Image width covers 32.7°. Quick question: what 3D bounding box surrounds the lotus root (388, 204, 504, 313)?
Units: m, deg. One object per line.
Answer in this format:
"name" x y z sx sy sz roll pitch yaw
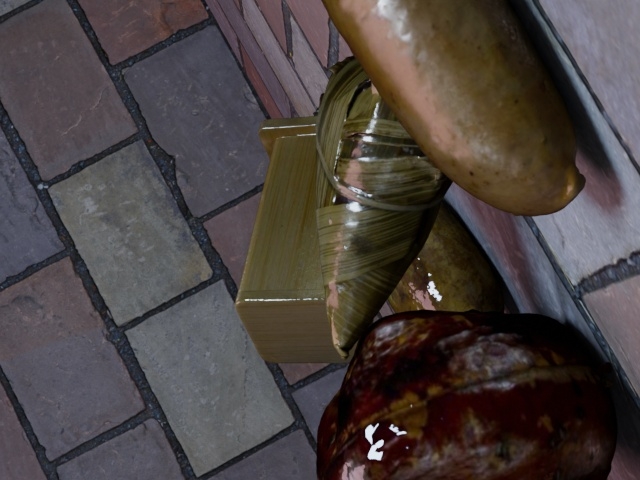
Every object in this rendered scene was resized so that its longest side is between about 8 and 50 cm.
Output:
"lotus root" 0.150 0.055 1.351 0.260 0.128 0.145 58 165 29

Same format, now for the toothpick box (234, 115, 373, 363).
"toothpick box" 0.000 0.000 1.478 0.190 0.187 0.308 70 -155 -49

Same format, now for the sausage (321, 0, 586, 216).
"sausage" 0.041 -0.235 0.794 0.136 0.123 0.501 -20 100 57

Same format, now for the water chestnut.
"water chestnut" 0.152 0.232 1.103 0.335 0.335 0.347 73 -177 -71

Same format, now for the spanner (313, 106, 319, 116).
"spanner" 0.023 -0.211 1.863 0.093 0.026 0.325 62 174 3

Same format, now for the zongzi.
"zongzi" 0.046 -0.048 1.138 0.286 0.134 0.288 -113 37 -75
